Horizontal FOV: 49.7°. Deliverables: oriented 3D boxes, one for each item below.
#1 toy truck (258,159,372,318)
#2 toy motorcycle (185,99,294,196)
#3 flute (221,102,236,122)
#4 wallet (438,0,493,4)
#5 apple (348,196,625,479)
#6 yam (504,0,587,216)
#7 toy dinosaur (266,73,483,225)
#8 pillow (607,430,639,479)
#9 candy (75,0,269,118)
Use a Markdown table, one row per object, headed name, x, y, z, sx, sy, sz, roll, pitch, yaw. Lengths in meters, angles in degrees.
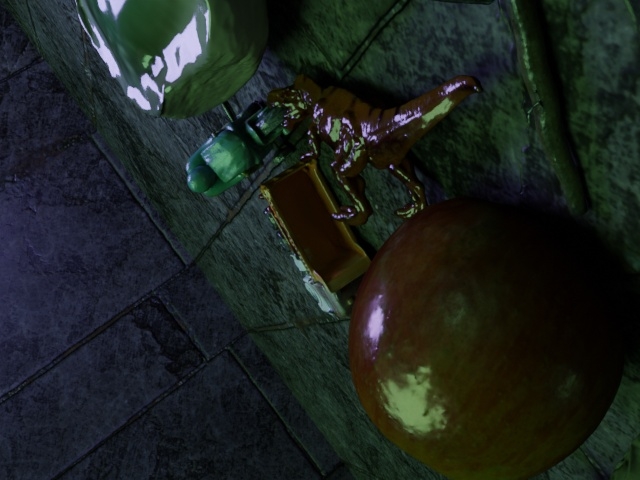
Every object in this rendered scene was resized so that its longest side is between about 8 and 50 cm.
| name | x | y | z | sx | sy | sz | roll | pitch | yaw |
| --- | --- | --- | --- | --- | --- | --- | --- | --- | --- |
| toy truck | 0.000 | 0.000 | 1.174 | 0.270 | 0.114 | 0.135 | 61 | 166 | -16 |
| toy motorcycle | -0.134 | -0.136 | 1.109 | 0.109 | 0.198 | 0.296 | 51 | 164 | -9 |
| flute | -0.185 | -0.264 | 1.289 | 0.014 | 0.014 | 0.269 | 20 | 143 | 60 |
| wallet | 0.105 | -0.232 | 0.506 | 0.166 | 0.111 | 0.030 | 125 | 147 | -73 |
| apple | 0.156 | 0.115 | 0.738 | 0.301 | 0.302 | 0.301 | 46 | 161 | 21 |
| yam | 0.196 | -0.113 | 0.598 | 0.027 | 0.029 | 0.234 | -4 | 126 | 35 |
| toy dinosaur | 0.071 | -0.106 | 0.828 | 0.432 | 0.097 | 0.208 | 20 | 134 | 53 |
| pillow | 0.375 | 0.253 | 0.684 | 0.181 | 0.134 | 0.078 | 30 | 163 | 51 |
| candy | -0.219 | -0.369 | 0.896 | 0.426 | 0.186 | 0.386 | 52 | 154 | 9 |
